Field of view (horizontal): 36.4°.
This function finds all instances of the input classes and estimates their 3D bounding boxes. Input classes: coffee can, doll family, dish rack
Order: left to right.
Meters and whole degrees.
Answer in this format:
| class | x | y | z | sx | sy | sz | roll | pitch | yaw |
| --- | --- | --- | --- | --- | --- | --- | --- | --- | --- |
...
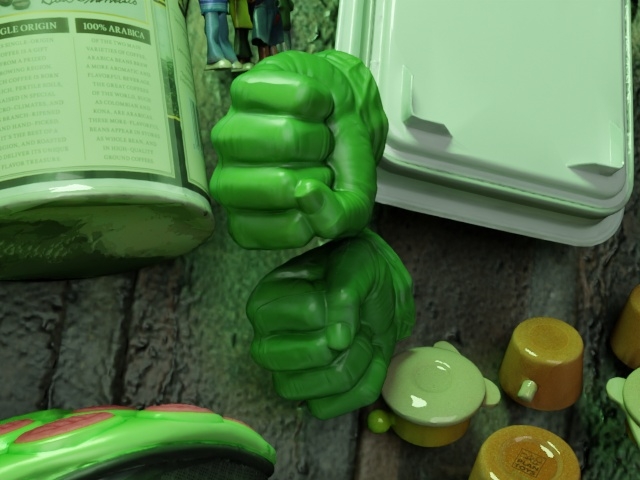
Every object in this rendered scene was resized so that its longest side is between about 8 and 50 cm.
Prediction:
| class | x | y | z | sx | sy | sz | roll | pitch | yaw |
| --- | --- | --- | --- | --- | --- | --- | --- | --- | --- |
| coffee can | -0.193 | -0.128 | 0.715 | 0.201 | 0.201 | 0.275 | -4 | 74 | -19 |
| doll family | -0.063 | -0.196 | 0.803 | 0.076 | 0.193 | 0.111 | -4 | 98 | 4 |
| dish rack | 0.157 | -0.177 | 0.843 | 0.285 | 0.072 | 0.333 | 11 | 68 | -16 |

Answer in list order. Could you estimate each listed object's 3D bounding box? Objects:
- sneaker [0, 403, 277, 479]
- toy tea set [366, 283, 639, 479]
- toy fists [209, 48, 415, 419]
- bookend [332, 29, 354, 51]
| class | x | y | z | sx | sy | sz | roll | pitch | yaw |
| --- | --- | --- | --- | --- | --- | --- | --- | --- | --- |
| sneaker | -0.198 | 0.221 | 0.554 | 0.482 | 0.185 | 0.202 | -17 | 96 | -54 |
| toy tea set | 0.214 | 0.157 | 0.819 | 0.336 | 0.124 | 0.200 | -16 | 40 | -21 |
| toy fists | 0.000 | 0.000 | 0.721 | 0.142 | 0.096 | 0.279 | -36 | 123 | -45 |
| bookend | 0.109 | -0.147 | 0.894 | 0.157 | 0.072 | 0.156 | -40 | 89 | -26 |
